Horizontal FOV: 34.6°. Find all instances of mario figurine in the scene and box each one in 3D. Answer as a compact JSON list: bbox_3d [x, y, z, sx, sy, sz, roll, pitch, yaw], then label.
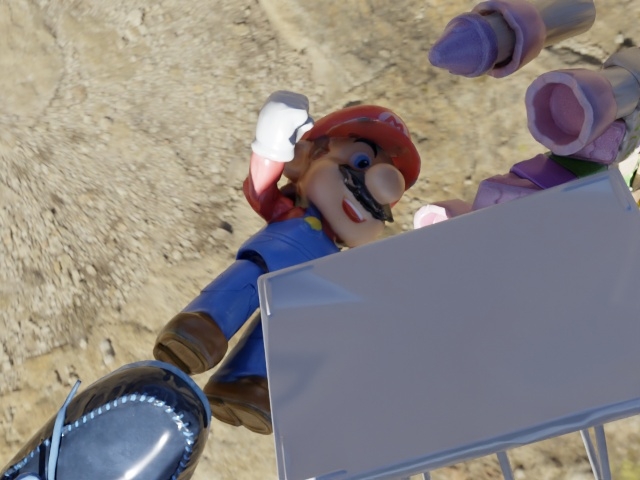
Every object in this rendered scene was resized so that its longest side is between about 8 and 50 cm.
[{"bbox_3d":[0.000,0.000,0.885,0.170,0.198,0.320,20,58,20],"label":"mario figurine"}]

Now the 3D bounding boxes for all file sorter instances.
[{"bbox_3d":[0.119,0.107,0.748,0.278,0.192,0.173,-17,135,8],"label":"file sorter"}]

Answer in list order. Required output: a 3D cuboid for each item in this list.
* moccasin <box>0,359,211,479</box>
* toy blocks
[{"bbox_3d":[-0.210,0.233,0.797,0.138,0.117,0.342,41,113,-3],"label":"moccasin"},{"bbox_3d":[0.197,-0.018,0.852,0.260,0.309,0.288,-23,139,-35],"label":"toy blocks"}]
